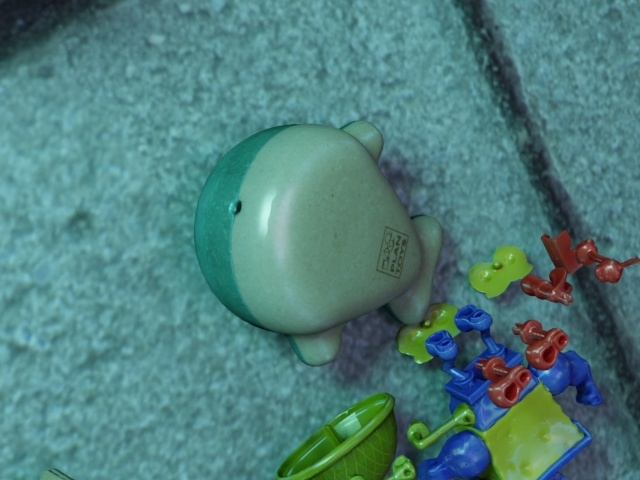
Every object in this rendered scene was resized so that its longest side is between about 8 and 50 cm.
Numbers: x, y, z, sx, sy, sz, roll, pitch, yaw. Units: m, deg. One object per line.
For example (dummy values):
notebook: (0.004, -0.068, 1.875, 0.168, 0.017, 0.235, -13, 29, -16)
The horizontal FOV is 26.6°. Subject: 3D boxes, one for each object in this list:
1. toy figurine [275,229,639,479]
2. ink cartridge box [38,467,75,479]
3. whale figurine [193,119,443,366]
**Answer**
toy figurine: (0.165, 0.183, 1.222, 0.362, 0.191, 0.217, -39, 113, -21)
ink cartridge box: (-0.189, 0.326, 1.051, 0.193, 0.088, 0.235, 44, 70, -45)
whale figurine: (0.000, 0.000, 1.176, 0.272, 0.141, 0.216, 17, 82, -52)
